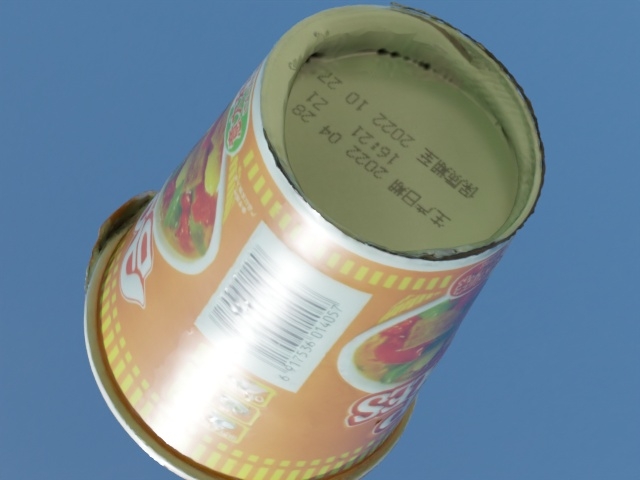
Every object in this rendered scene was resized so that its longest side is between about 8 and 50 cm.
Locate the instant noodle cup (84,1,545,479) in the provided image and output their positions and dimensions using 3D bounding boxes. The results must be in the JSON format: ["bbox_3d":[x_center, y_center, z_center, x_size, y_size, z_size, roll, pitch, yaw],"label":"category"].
[{"bbox_3d":[0.000,0.000,0.643,0.168,0.185,0.168,11,-123,-17],"label":"instant noodle cup"}]
